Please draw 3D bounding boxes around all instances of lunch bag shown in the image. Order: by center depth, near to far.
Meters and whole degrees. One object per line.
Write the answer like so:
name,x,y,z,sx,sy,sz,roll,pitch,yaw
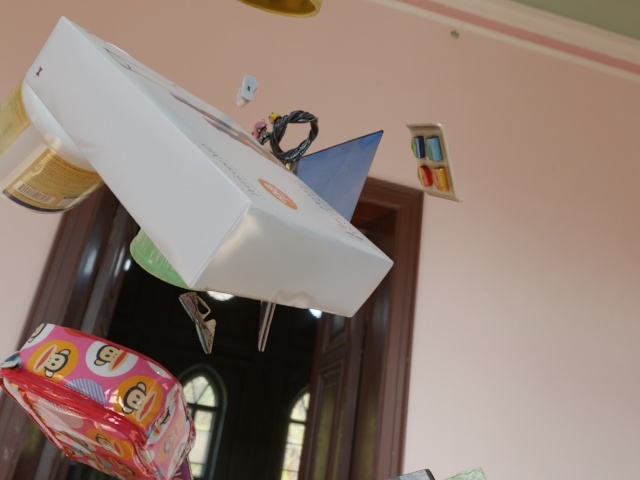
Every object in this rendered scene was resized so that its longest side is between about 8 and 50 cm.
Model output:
lunch bag,-0.323,0.241,0.790,0.258,0.120,0.293,19,-39,13

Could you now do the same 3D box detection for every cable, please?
cable,-0.079,-0.322,1.653,0.047,0.184,0.151,36,-17,43

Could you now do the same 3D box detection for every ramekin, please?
ramekin,-0.393,0.007,1.629,0.303,0.148,0.303,25,16,-8

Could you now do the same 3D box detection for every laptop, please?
laptop,0.000,0.000,1.277,0.236,0.408,0.382,7,-39,-9

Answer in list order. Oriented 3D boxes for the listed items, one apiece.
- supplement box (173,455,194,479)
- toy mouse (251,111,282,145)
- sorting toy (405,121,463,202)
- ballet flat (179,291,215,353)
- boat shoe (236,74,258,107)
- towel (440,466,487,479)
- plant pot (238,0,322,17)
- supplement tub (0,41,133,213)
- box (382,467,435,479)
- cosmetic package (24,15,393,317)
supplement box,-0.405,0.675,1.512,0.104,0.188,0.081,-15,-37,-15
toy mouse,-0.172,-0.321,1.610,0.031,0.143,0.161,41,10,8
sorting toy,0.279,-0.197,1.383,0.038,0.209,0.193,-22,15,-9
ballet flat,-0.202,0.136,0.936,0.041,0.114,0.041,-28,-16,-9
boat shoe,-0.153,-0.304,1.121,0.035,0.100,0.035,34,-54,-26
towel,0.315,0.560,1.139,0.109,0.148,0.027,-19,-12,-6
plant pot,-0.094,-0.655,1.201,0.253,0.239,0.254,15,7,-2
supplement tub,-0.468,-0.205,1.020,0.316,0.229,0.228,-24,-38,35
box,0.092,0.499,0.916,0.230,0.183,0.056,-13,21,-7
cosmetic package,-0.123,-0.077,0.629,0.377,0.097,0.284,43,13,30
